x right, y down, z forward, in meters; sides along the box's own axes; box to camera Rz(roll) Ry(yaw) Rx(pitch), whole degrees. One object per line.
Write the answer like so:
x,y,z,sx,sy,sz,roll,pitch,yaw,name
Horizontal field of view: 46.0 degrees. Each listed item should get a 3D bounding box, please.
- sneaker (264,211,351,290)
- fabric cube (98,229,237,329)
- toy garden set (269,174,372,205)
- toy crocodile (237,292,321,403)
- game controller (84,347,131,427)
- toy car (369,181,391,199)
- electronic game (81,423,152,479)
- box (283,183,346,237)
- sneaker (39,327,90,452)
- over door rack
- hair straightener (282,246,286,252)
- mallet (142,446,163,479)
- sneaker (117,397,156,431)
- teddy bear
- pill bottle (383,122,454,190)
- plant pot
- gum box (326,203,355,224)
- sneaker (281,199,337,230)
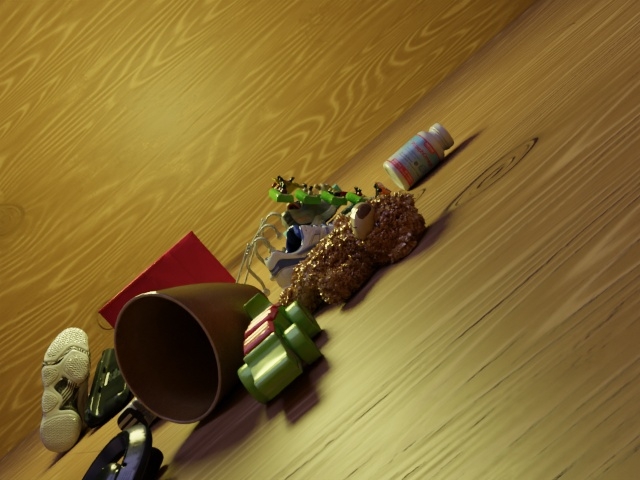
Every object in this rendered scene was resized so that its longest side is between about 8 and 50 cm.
0.000,0.000,1.612,0.112,0.131,0.296,-36,8,46,sneaker
-0.408,0.179,2.126,0.254,0.258,0.259,-36,8,37,fabric cube
-0.009,-0.131,1.922,0.244,0.049,0.204,2,11,-14,toy garden set
-0.073,0.155,1.165,0.115,0.105,0.340,-40,8,5,toy crocodile
-0.624,0.420,2.275,0.166,0.067,0.319,-26,31,11,game controller
0.145,-0.121,1.882,0.040,0.060,0.122,-10,10,-11,toy car
-0.333,0.392,1.173,0.229,0.048,0.229,-46,20,22,electronic game
-0.015,-0.082,2.419,0.100,0.060,0.244,-34,10,43,box
-0.773,0.452,2.319,0.210,0.137,0.366,141,134,-80,sneaker
-0.176,0.107,1.889,0.324,0.108,0.239,-60,4,18,over door rack
-0.087,0.048,2.079,0.089,0.047,0.230,-41,8,0,hair straightener
-0.333,0.417,1.248,0.189,0.039,0.062,-44,9,17,mallet
-0.342,0.321,1.645,0.228,0.086,0.132,-40,5,13,sneaker
0.035,0.025,1.369,0.245,0.113,0.338,-49,10,-35,teddy bear
0.231,-0.197,1.756,0.160,0.087,0.087,-42,7,-2,pill bottle
-0.204,0.171,1.382,0.237,0.237,0.254,-36,-5,33,plant pot
0.029,-0.018,1.900,0.184,0.041,0.157,-41,7,8,gum box
-0.032,-0.071,1.948,0.100,0.108,0.271,-41,5,18,sneaker
